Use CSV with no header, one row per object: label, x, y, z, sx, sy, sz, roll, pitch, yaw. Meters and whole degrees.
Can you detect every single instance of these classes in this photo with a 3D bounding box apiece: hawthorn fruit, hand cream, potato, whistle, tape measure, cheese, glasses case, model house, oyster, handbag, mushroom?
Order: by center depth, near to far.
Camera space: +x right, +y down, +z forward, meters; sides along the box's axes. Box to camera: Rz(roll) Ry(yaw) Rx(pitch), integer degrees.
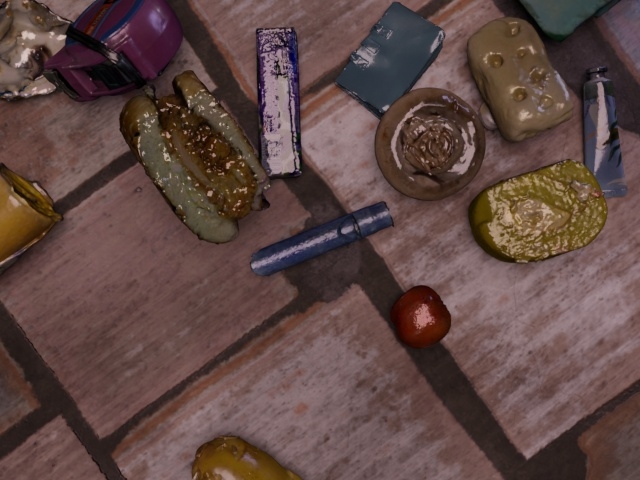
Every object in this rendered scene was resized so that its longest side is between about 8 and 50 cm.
tape measure,-0.392,-0.384,1.623,0.149,0.245,0.231,54,54,-39
potato,-0.128,0.507,1.635,0.300,0.140,0.173,40,79,-6
mushroom,0.221,-0.192,1.659,0.226,0.178,0.226,0,88,-9
hawthorn fruit,0.201,0.155,1.680,0.128,0.128,0.128,0,87,-2
oyster,-0.599,-0.380,1.686,0.223,0.083,0.214,19,95,-19
cheese,0.400,-0.333,1.687,0.159,0.093,0.263,-20,69,-5
whistle,0.000,0.000,1.703,0.304,0.062,0.062,-22,88,-3
model house,0.527,-0.599,1.703,0.280,0.230,0.249,52,45,-2
handbag,0.145,-0.376,1.730,0.144,0.057,0.221,37,87,4
glasses case,0.412,-0.280,1.740,0.164,0.041,0.063,-18,85,-2
hand cream,0.589,-0.225,1.743,0.091,0.058,0.271,-5,93,1

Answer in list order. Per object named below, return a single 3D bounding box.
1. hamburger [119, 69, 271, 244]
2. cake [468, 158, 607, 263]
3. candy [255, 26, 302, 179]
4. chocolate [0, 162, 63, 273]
hamburger,-0.233,-0.166,1.589,0.195,0.277,0.318,-35,114,-3
cake,0.437,-0.047,1.682,0.260,0.156,0.179,-19,82,-1
candy,-0.086,-0.279,1.711,0.088,0.061,0.312,-2,88,-4
chocolate,-0.717,0.057,1.640,0.162,0.162,0.445,45,91,0
